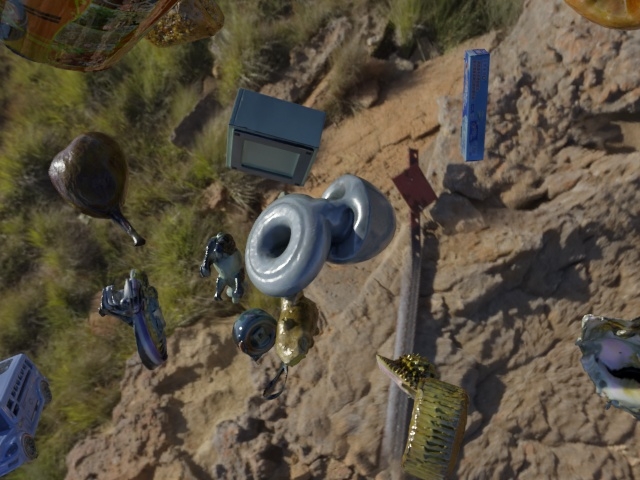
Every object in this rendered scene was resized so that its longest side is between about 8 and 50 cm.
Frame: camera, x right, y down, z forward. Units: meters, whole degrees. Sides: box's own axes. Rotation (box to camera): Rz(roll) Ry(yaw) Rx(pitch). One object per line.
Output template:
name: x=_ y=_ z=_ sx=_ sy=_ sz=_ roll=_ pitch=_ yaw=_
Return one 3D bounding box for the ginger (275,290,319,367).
ginger: x=-0.045 y=0.173 z=1.061 sx=0.081 sy=0.115 sz=0.206 roll=0 pitch=46 yaw=4

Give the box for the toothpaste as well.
toothpaste: x=0.388 y=-0.337 z=1.339 sx=0.053 sy=0.272 sz=0.066 roll=-3 pitch=32 yaw=6

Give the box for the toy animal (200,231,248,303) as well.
toy animal: x=-0.253 y=0.082 z=1.442 sx=0.093 sy=0.225 sz=0.121 roll=-8 pitch=33 yaw=17

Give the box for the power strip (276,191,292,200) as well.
power strip: x=-0.017 y=-0.064 z=1.646 sx=0.070 sy=0.256 sz=0.105 roll=-54 pitch=28 yaw=30

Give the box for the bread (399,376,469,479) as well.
bread: x=0.302 y=0.499 z=1.398 sx=0.142 sy=0.227 sz=0.254 roll=12 pitch=80 yaw=11

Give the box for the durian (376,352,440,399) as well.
durian: x=0.265 y=0.400 z=1.580 sx=0.224 sy=0.078 sz=0.140 roll=28 pitch=88 yaw=-8

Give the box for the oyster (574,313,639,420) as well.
oyster: x=0.614 y=0.242 z=1.027 sx=0.201 sy=0.355 sz=0.107 roll=-2 pitch=39 yaw=38

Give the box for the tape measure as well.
tape measure: x=-0.109 y=0.218 z=1.063 sx=0.104 sy=0.107 sz=0.180 roll=-37 pitch=36 yaw=-2

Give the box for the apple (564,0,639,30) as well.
apple: x=0.421 y=-0.408 z=0.696 sx=0.241 sy=0.242 sz=0.241 roll=19 pitch=77 yaw=24

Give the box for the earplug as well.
earplug: x=-0.003 y=-0.008 z=1.070 sx=0.325 sy=0.175 sz=0.214 roll=-24 pitch=51 yaw=-2

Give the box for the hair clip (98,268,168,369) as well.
hair clip: x=-0.230 y=0.106 z=0.684 sx=0.049 sy=0.172 sz=0.116 roll=-9 pitch=57 yaw=-3

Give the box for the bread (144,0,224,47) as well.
bread: x=-0.302 y=-0.461 z=1.098 sx=0.210 sy=0.114 sz=0.083 roll=6 pitch=61 yaw=40

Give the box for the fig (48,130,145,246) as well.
fig: x=-0.523 y=-0.114 z=1.244 sx=0.190 sy=0.190 sz=0.290 roll=-31 pitch=59 yaw=11

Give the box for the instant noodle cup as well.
instant noodle cup: x=-0.230 y=-0.286 z=0.505 sx=0.182 sy=0.230 sz=0.231 roll=-27 pitch=65 yaw=44

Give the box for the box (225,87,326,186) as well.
box: x=-0.122 y=-0.256 z=1.380 sx=0.224 sy=0.225 sz=0.118 roll=14 pitch=69 yaw=-6

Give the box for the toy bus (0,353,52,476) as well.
toy bus: x=-0.378 y=0.207 z=0.624 sx=0.073 sy=0.076 sz=0.167 roll=-23 pitch=23 yaw=-10
